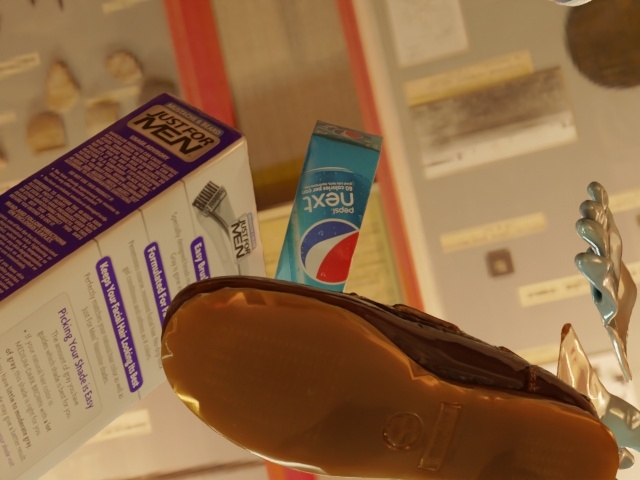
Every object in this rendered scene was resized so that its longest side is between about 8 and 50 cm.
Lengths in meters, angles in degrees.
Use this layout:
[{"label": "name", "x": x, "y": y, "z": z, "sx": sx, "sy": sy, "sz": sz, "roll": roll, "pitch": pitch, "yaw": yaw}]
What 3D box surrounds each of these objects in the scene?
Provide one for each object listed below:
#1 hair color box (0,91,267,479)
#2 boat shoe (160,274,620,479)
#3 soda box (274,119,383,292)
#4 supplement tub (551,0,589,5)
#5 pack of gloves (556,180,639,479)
[{"label": "hair color box", "x": -0.199, "y": 0.052, "z": 0.951, "sx": 0.339, "sy": 0.185, "sz": 0.110, "roll": -36, "pitch": -129, "yaw": -29}, {"label": "boat shoe", "x": 0.026, "y": 0.064, "z": 0.531, "sx": 0.207, "sy": 0.073, "sz": 0.073, "roll": 23, "pitch": -166, "yaw": -17}, {"label": "soda box", "x": 0.000, "y": 0.000, "z": 1.153, "sx": 0.067, "sy": 0.210, "sz": 0.071, "roll": 14, "pitch": -164, "yaw": 0}, {"label": "supplement tub", "x": 0.176, "y": -0.309, "z": 1.130, "sx": 0.200, "sy": 0.144, "sz": 0.144, "roll": 14, "pitch": 168, "yaw": -21}, {"label": "pack of gloves", "x": 0.213, "y": 0.081, "z": 0.857, "sx": 0.046, "sy": 0.195, "sz": 0.232, "roll": 2, "pitch": 157, "yaw": 24}]
